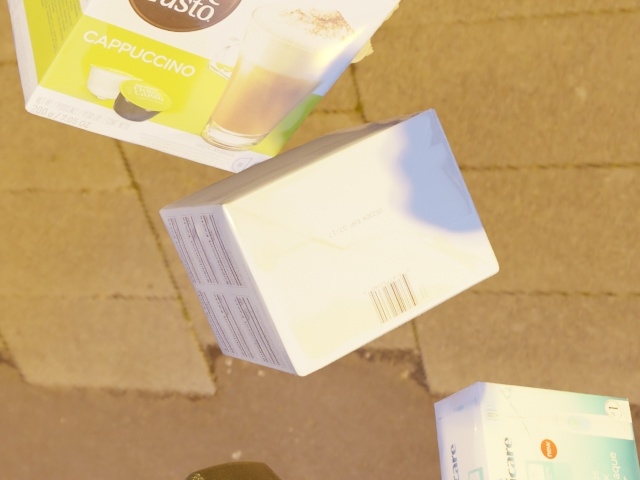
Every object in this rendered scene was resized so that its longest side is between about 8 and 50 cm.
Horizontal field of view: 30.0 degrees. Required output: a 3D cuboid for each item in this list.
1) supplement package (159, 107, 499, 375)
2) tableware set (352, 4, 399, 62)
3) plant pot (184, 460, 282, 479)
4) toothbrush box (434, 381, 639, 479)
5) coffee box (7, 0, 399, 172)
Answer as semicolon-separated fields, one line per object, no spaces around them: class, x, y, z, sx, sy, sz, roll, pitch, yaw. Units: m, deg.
supplement package;0.000;0.000;1.006;0.149;0.194;0.203;67;160;-9
tableware set;0.048;-0.354;1.769;0.020;0.141;0.168;17;149;52
plant pot;-0.106;0.367;1.383;0.187;0.188;0.167;39;179;33
toothbrush box;0.333;0.344;1.812;0.296;0.216;0.126;10;152;-26
coffee box;-0.164;-0.341;1.483;0.338;0.338;0.334;14;132;-35
